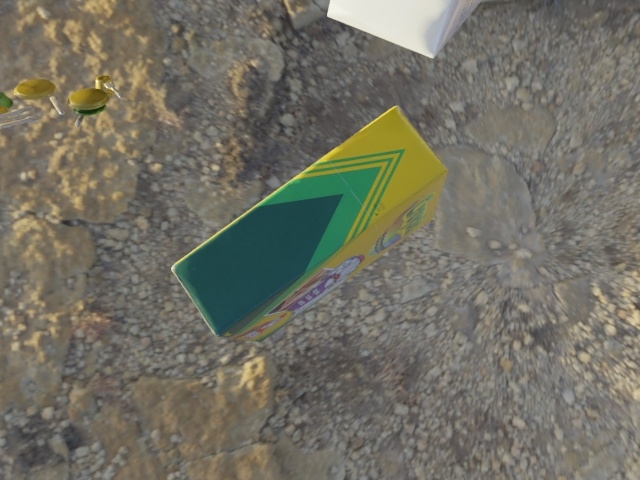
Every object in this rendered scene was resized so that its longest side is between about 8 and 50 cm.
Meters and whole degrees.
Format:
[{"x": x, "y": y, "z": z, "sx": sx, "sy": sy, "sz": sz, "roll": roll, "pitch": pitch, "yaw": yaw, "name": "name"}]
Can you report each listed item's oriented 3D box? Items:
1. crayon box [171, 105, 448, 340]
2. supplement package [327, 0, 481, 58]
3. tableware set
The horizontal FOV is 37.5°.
[{"x": 0.000, "y": 0.000, "z": 1.204, "sx": 0.313, "sy": 0.363, "sz": 0.106, "roll": -35, "pitch": 82, "yaw": -1, "name": "crayon box"}, {"x": 0.158, "y": -0.426, "z": 1.394, "sx": 0.178, "sy": 0.293, "sz": 0.175, "roll": 25, "pitch": 130, "yaw": 12, "name": "supplement package"}, {"x": -0.313, "y": -0.161, "z": 1.099, "sx": 0.154, "sy": 0.024, "sz": 0.104, "roll": -19, "pitch": 41, "yaw": -23, "name": "tableware set"}]
